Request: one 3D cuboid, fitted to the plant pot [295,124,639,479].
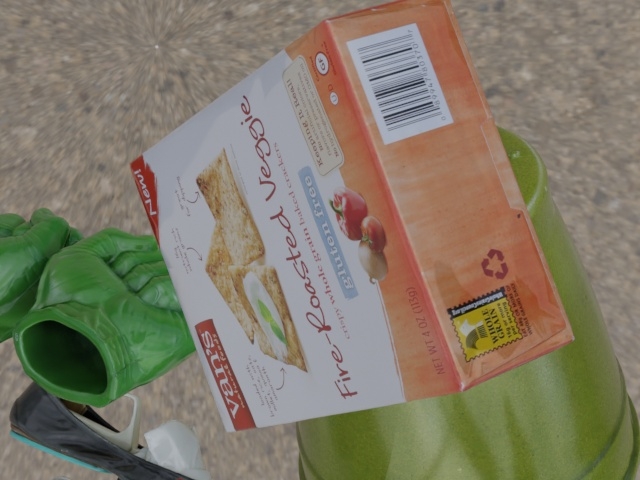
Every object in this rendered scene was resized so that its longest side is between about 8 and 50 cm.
[{"bbox_3d":[0.121,0.083,1.330,0.366,0.366,0.353,-18,127,-4],"label":"plant pot"}]

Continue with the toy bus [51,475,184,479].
[{"bbox_3d":[-0.195,0.267,1.080,0.104,0.191,0.202,9,96,36],"label":"toy bus"}]

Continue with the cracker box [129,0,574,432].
[{"bbox_3d":[0.000,0.000,0.624,0.067,0.232,0.156,-20,88,-29],"label":"cracker box"}]

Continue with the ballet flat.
[{"bbox_3d":[-0.190,0.212,1.353,0.280,0.095,0.096,26,88,13],"label":"ballet flat"}]

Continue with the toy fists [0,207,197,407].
[{"bbox_3d":[-0.210,0.040,1.067,0.279,0.142,0.096,12,116,32],"label":"toy fists"}]
